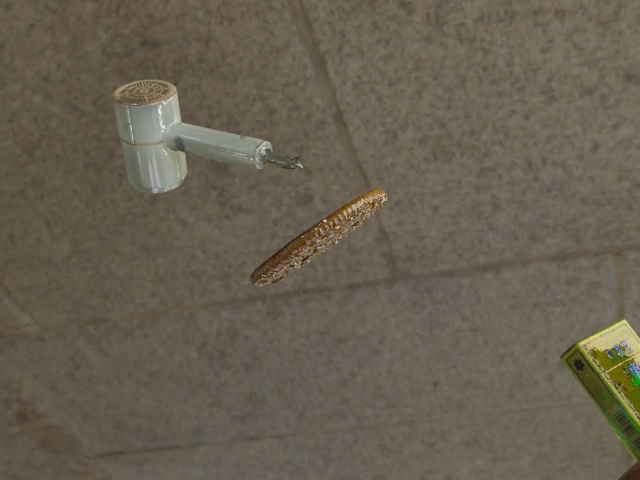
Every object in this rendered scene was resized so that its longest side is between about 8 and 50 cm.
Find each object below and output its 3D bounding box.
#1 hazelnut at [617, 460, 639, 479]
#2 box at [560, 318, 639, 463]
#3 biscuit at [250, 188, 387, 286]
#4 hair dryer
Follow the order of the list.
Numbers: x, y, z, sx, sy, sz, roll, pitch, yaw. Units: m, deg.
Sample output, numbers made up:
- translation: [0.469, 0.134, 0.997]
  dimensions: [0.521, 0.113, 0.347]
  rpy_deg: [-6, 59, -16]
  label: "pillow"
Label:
- translation: [0.377, 0.388, 0.872]
  dimensions: [0.366, 0.366, 0.366]
  rpy_deg: [1, 141, 1]
  label: "hazelnut"
- translation: [0.531, 0.254, 1.598]
  dimensions: [0.141, 0.220, 0.064]
  rpy_deg: [-19, 157, -35]
  label: "box"
- translation: [0.000, 0.000, 1.732]
  dimensions: [0.305, 0.305, 0.038]
  rpy_deg: [-38, 84, 38]
  label: "biscuit"
- translation: [-0.177, -0.143, 1.515]
  dimensions: [0.357, 0.107, 0.173]
  rpy_deg: [15, 128, 27]
  label: "hair dryer"
